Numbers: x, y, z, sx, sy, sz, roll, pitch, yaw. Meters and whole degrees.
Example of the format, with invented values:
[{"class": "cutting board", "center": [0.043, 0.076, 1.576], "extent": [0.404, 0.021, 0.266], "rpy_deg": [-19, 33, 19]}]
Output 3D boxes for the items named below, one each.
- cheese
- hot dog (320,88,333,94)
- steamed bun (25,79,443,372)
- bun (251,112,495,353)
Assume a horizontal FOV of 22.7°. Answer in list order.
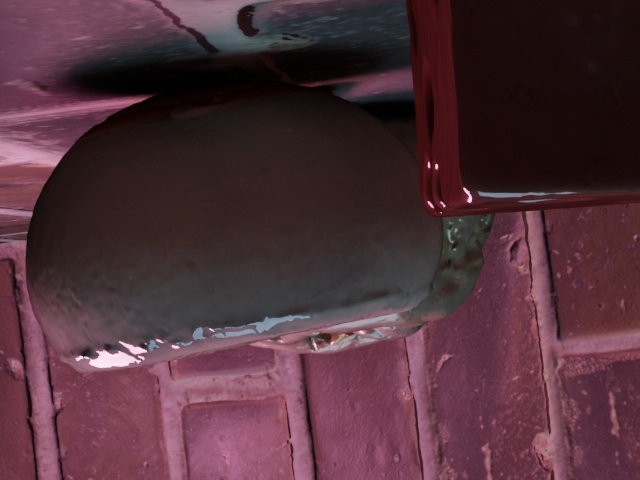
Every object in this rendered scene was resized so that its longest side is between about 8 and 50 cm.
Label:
[{"class": "cheese", "center": [0.094, -0.078, 0.684], "extent": [0.203, 0.128, 0.177], "rpy_deg": [-3, 179, 29]}, {"class": "hot dog", "center": [-0.011, -0.095, 1.225], "extent": [0.049, 0.037, 0.122], "rpy_deg": [6, 170, -16]}, {"class": "steamed bun", "center": [-0.063, -0.018, 1.069], "extent": [0.283, 0.177, 0.283], "rpy_deg": [-11, 179, 0]}, {"class": "bun", "center": [0.000, 0.000, 1.469], "extent": [0.360, 0.211, 0.360], "rpy_deg": [-6, 178, 0]}]
